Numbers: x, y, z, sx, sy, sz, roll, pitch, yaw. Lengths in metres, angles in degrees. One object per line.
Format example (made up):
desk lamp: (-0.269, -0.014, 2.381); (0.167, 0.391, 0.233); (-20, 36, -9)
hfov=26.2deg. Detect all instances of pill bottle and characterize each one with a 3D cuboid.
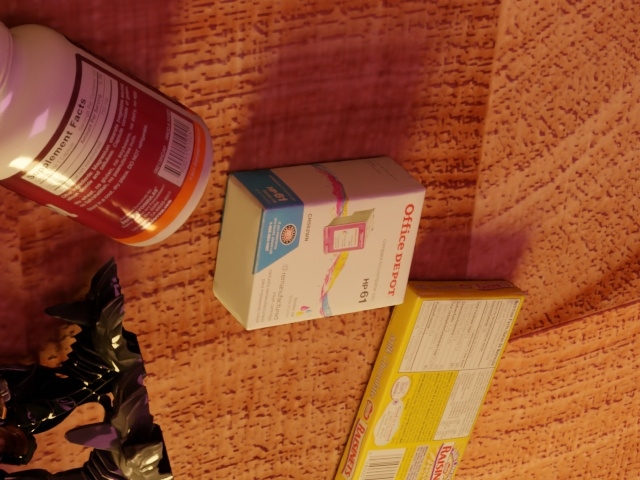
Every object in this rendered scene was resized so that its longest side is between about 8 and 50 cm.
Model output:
pill bottle: (-0.137, -0.060, 0.729); (0.152, 0.086, 0.086); (29, 99, -42)

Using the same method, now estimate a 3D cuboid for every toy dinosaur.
toy dinosaur: (-0.203, 0.110, 0.785); (0.218, 0.164, 0.322); (-16, 146, -8)

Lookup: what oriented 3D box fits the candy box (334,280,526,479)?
candy box: (0.076, 0.123, 1.034); (0.105, 0.027, 0.206); (0, 118, -37)

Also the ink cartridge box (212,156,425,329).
ink cartridge box: (0.000, 0.000, 0.885); (0.122, 0.052, 0.089); (-9, 122, -32)
